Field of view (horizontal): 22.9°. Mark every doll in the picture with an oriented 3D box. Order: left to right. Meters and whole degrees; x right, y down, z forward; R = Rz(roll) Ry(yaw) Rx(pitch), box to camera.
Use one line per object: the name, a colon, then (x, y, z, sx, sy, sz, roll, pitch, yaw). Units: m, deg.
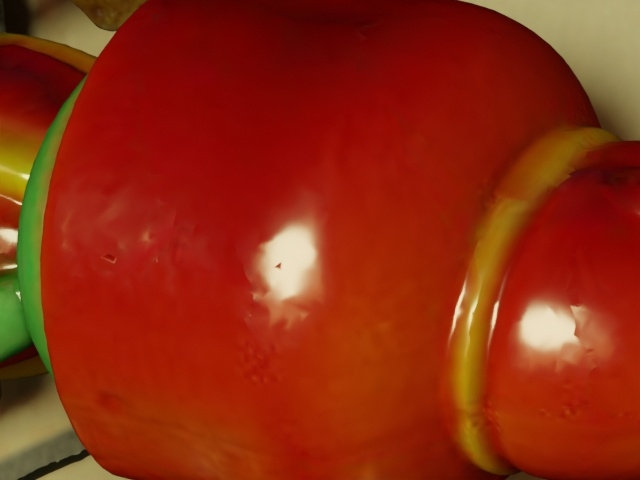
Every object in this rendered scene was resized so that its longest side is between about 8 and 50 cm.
doll: (0.000, 0.001, 0.487, 0.363, 0.182, 0.160, 13, 126, 30)

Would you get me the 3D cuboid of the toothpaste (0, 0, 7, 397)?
toothpaste: (-0.173, -0.058, 0.667, 0.099, 0.068, 0.282, -11, 66, -2)

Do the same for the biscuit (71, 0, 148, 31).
biscuit: (-0.081, -0.166, 0.576, 0.215, 0.182, 0.034, -44, 21, 23)
